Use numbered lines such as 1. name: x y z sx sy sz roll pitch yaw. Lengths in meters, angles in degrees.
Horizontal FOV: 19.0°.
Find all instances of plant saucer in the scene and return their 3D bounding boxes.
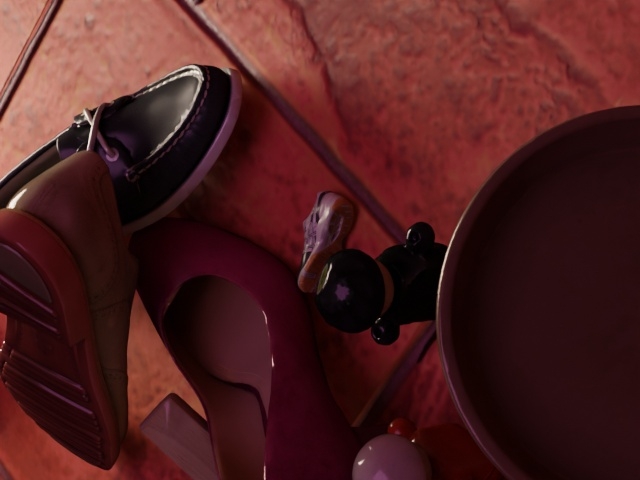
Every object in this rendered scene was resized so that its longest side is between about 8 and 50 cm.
1. plant saucer: 0.211 0.052 1.217 0.278 0.041 0.278 0 80 -1

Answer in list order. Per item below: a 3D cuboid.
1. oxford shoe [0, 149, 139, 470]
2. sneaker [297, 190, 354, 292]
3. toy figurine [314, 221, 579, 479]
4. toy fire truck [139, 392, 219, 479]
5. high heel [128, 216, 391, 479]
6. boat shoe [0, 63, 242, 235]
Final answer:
1. oxford shoe: -0.189 0.068 1.570 0.123 0.130 0.348 29 149 18
2. sneaker: 0.000 0.000 1.507 0.037 0.032 0.083 39 113 48
3. toy figurine: 0.114 0.085 1.330 0.209 0.148 0.213 -13 84 41
4. toy fire truck: -0.088 0.270 1.508 0.217 0.158 0.246 -34 48 10
5. high heel: -0.078 0.098 1.471 0.377 0.181 0.127 39 117 35
6. boat shoe: -0.185 -0.060 1.598 0.302 0.091 0.114 -39 38 33
